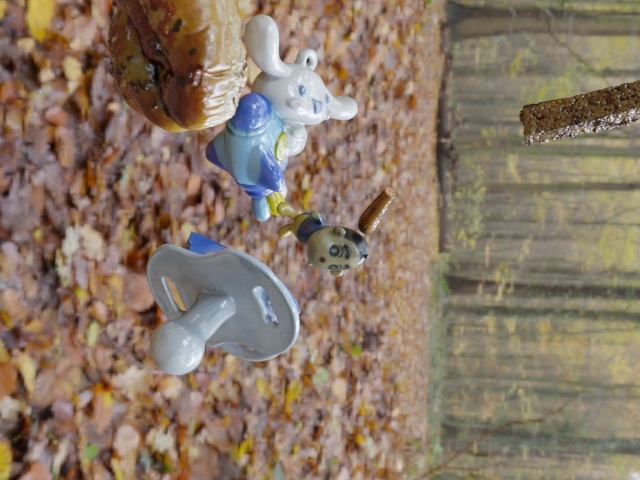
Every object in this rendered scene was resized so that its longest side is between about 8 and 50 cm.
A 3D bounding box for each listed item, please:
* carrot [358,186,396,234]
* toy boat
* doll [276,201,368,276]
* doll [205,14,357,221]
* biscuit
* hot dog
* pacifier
[{"bbox_3d":[0.085,-0.045,1.379,0.093,0.032,0.032,-56,-164,42],"label":"carrot"},{"bbox_3d":[-0.174,0.095,1.935,0.088,0.295,0.129,-43,-155,53],"label":"toy boat"},{"bbox_3d":[0.000,0.000,1.419,0.089,0.179,0.102,-38,138,-45],"label":"doll"},{"bbox_3d":[-0.090,-0.229,1.856,0.376,0.187,0.366,29,87,-37],"label":"doll"},{"bbox_3d":[0.402,-0.194,1.354,0.034,0.199,0.064,51,34,-51],"label":"biscuit"},{"bbox_3d":[-0.277,-0.377,1.637,0.367,0.196,0.366,15,-57,55],"label":"hot dog"},{"bbox_3d":[-0.177,0.128,1.380,0.226,0.287,0.238,-45,132,-43],"label":"pacifier"}]
